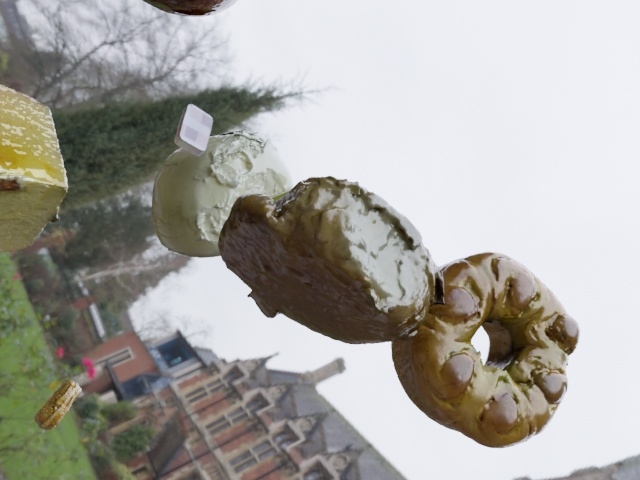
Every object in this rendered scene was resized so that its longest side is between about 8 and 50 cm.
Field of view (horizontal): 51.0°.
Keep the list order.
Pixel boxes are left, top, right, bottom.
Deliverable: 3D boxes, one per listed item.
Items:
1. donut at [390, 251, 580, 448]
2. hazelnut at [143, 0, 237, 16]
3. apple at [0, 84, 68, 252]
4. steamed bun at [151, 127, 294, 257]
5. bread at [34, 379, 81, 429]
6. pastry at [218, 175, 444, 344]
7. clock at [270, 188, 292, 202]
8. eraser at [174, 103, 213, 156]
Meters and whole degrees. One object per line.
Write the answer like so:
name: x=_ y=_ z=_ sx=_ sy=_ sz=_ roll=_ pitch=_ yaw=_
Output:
donut: x=0.193 y=0.125 z=0.795 sx=0.226 sy=0.227 sz=0.114 roll=67 pitch=-25 yaw=2
hazelnut: x=-0.173 y=-0.423 z=0.902 sx=0.218 sy=0.218 sz=0.233 roll=36 pitch=-48 yaw=52
apple: x=-0.604 y=-0.124 z=1.125 sx=0.252 sy=0.309 sz=0.314 roll=14 pitch=-85 yaw=47
steamed bun: x=-0.247 y=-0.122 z=1.554 sx=0.312 sy=0.334 sz=0.233 roll=4 pitch=-59 yaw=35
bread: x=-0.534 y=0.336 z=1.369 sx=0.044 sy=0.110 sz=0.083 roll=43 pitch=-33 yaw=-13
pastry: x=0.013 y=0.024 z=0.664 sx=0.229 sy=0.100 sz=0.218 roll=27 pitch=-28 yaw=5
clock: x=0.000 y=0.000 z=0.933 sx=0.096 sy=0.202 sz=0.143 roll=-16 pitch=-95 yaw=31
eraser: x=-0.262 y=-0.229 z=1.391 sx=0.026 sy=0.065 sz=0.105 roll=-36 pitch=-145 yaw=41
